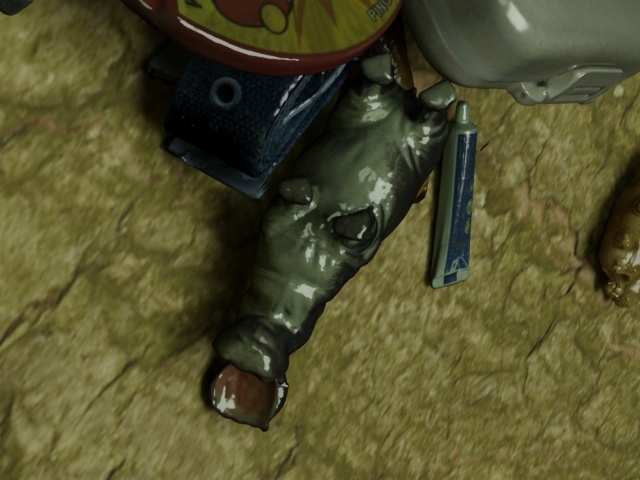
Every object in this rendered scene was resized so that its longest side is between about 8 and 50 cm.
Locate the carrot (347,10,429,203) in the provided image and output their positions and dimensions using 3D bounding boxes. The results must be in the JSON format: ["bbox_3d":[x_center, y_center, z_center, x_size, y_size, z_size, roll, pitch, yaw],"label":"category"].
[{"bbox_3d":[0.057,-0.156,1.384,0.070,0.070,0.260,-33,123,-39],"label":"carrot"}]

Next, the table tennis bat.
[{"bbox_3d":[-0.105,-0.248,1.104,0.414,0.051,0.268,2,67,-35],"label":"table tennis bat"}]

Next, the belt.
[{"bbox_3d":[-0.045,-0.158,1.229,0.218,0.128,0.122,-52,165,-28],"label":"belt"}]

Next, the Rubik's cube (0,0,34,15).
[{"bbox_3d":[-0.183,-0.308,0.878,0.237,0.237,0.238,35,71,-19],"label":"Rubik's cube"}]

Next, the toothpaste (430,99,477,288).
[{"bbox_3d":[0.139,-0.047,1.535,0.057,0.034,0.197,-13,114,-41],"label":"toothpaste"}]

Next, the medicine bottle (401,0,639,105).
[{"bbox_3d":[0.189,-0.263,1.378,0.375,0.123,0.282,-8,76,-56],"label":"medicine bottle"}]

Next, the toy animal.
[{"bbox_3d":[-0.004,0.002,1.283,0.343,0.106,0.168,-59,172,-3],"label":"toy animal"}]

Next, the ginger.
[{"bbox_3d":[0.382,-0.020,1.793,0.115,0.081,0.206,17,94,-37],"label":"ginger"}]
